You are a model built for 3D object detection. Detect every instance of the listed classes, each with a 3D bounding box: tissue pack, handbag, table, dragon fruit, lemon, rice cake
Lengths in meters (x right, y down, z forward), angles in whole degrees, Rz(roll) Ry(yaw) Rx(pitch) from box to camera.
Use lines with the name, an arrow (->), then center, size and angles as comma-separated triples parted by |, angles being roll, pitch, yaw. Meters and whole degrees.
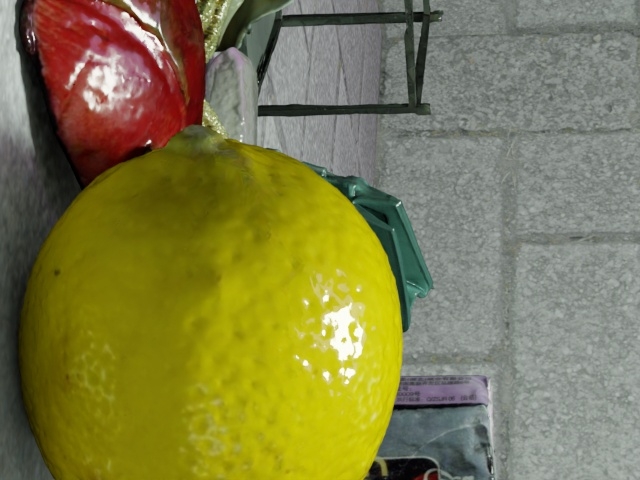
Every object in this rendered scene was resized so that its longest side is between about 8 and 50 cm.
tissue pack -> 0.032, 0.282, 2.010 | 0.122, 0.361, 0.259 | -77, 165, -60
handbag -> -0.002, 0.005, 2.213 | 0.100, 0.269, 0.274 | -60, 157, -22
table -> 0.030, -0.345, 2.402 | 0.335, 0.272, 0.222 | -78, 166, -58
dragon fruit -> -0.168, -0.166, 1.476 | 0.282, 0.100, 0.343 | -19, 105, -70
lemon -> -0.087, 0.088, 1.354 | 0.336, 0.336, 0.336 | -1, 90, -82
rice cake -> -0.116, -0.046, 2.064 | 0.070, 0.064, 0.399 | 49, 40, -68

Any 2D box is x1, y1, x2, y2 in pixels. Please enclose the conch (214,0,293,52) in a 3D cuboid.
conch -> -0.069, -0.393, 2.013 | 0.169, 0.203, 0.386 | -57, 162, -33

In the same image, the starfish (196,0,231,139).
starfish -> -0.154, -0.179, 1.748 | 0.358, 0.078, 0.347 | 11, 82, -70
